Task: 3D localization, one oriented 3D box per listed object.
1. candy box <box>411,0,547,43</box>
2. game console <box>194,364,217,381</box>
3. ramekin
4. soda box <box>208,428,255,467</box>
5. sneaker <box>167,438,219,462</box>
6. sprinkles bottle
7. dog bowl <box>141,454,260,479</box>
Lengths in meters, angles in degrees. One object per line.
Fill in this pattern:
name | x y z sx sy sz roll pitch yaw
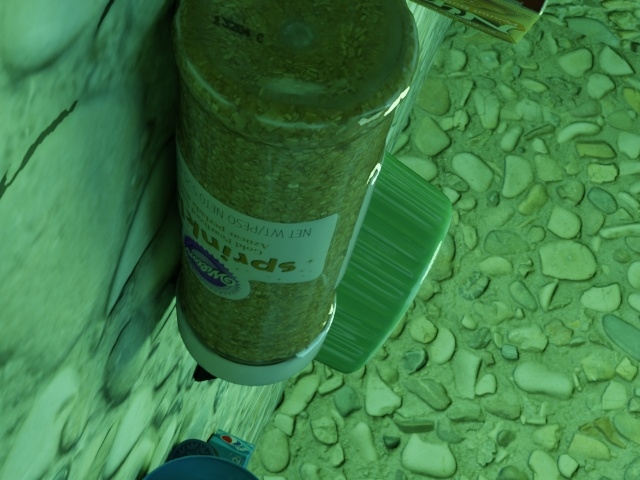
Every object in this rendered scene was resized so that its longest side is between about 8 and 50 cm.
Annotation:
candy box | 0.165 -0.305 1.055 0.316 0.182 0.088 -39 153 -81
game console | -0.101 0.086 1.049 0.122 0.071 0.107 -67 -154 15
ramekin | 0.044 0.026 1.238 0.303 0.148 0.303 -59 -176 6
soda box | -0.176 0.405 1.459 0.071 0.067 0.210 -23 137 -83
sneaker | -0.173 0.347 1.095 0.090 0.081 0.232 81 31 -69
sprinkles bottle | -0.032 -0.021 0.592 0.355 0.121 0.121 105 10 -61
dog bowl | -0.152 0.358 0.954 0.297 0.165 0.074 -66 -173 -8
